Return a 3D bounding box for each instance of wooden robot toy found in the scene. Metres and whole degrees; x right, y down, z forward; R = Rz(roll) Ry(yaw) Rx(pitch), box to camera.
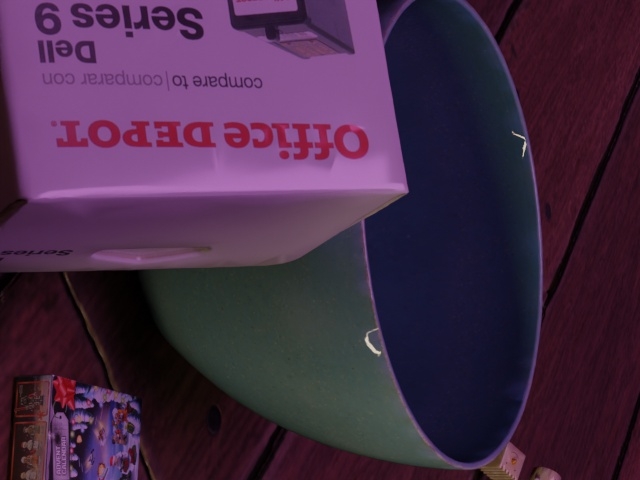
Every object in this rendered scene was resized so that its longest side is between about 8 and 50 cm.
[{"bbox_3d":[0.192,0.257,1.630,0.173,0.076,0.079,57,49,-44],"label":"wooden robot toy"}]

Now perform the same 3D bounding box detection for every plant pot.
[{"bbox_3d":[0.000,0.000,1.124,0.290,0.195,0.290,21,67,-62],"label":"plant pot"}]

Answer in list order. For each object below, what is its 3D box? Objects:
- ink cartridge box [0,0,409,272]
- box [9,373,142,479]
[{"bbox_3d":[-0.089,-0.139,0.899,0.211,0.121,0.289,-2,76,-30],"label":"ink cartridge box"},{"bbox_3d":[-0.138,0.149,1.007,0.094,0.027,0.137,24,64,-60],"label":"box"}]
